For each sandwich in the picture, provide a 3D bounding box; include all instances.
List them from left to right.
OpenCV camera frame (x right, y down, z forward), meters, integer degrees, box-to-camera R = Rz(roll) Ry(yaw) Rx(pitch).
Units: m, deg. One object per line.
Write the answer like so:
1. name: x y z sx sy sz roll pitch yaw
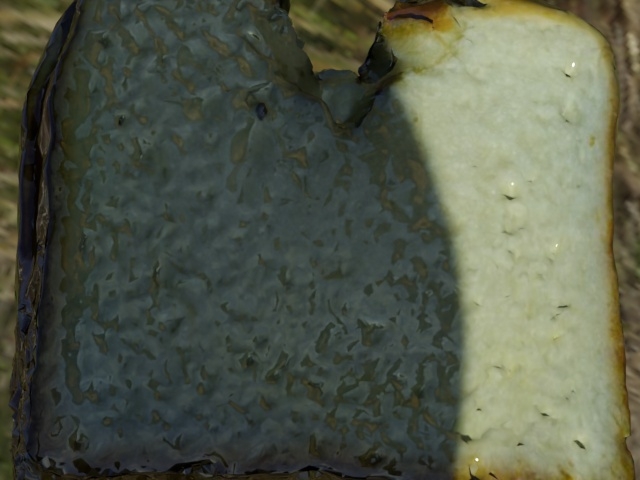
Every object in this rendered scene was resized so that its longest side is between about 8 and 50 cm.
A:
1. sandwich: 0.000 0.000 0.850 0.095 0.273 0.249 129 145 -77
